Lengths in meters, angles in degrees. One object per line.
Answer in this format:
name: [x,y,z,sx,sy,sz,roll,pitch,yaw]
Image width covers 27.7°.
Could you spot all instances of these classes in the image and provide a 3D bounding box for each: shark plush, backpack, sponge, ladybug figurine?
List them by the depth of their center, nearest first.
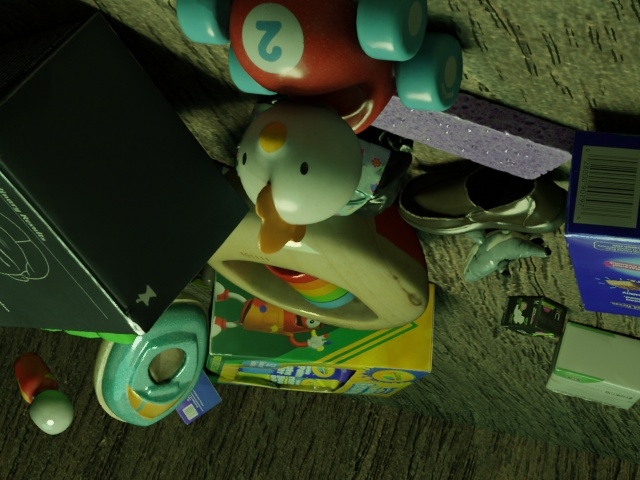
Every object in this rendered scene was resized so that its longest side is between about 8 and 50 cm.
sponge: [0.152,-0.119,1.365,0.210,0.031,0.117,17,167,-10]
backpack: [-0.002,-0.092,1.467,0.182,0.115,0.152,21,168,-10]
ladybug figurine: [0.000,0.000,1.732,0.305,0.162,0.449,10,165,20]
shark plush: [0.256,0.023,1.741,0.161,0.067,0.073,1,160,46]

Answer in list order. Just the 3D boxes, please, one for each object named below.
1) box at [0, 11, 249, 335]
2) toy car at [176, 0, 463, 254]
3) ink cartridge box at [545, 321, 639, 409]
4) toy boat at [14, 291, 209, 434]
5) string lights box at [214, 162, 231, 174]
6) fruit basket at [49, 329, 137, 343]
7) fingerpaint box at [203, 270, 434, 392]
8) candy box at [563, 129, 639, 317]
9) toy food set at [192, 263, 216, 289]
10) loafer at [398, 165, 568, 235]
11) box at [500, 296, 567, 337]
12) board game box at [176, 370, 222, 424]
box: [-0.334,-0.066,1.524,0.395,0.212,0.293,0,133,50]
toy car: [-0.019,-0.106,1.162,0.219,0.238,0.210,9,165,25]
ink cartridge box: [0.478,0.218,2.233,0.154,0.093,0.212,14,165,9]
toy boat: [-0.320,0.217,2.060,0.318,0.267,0.148,-11,-137,-29]
string lights box: [-0.254,-0.096,1.808,0.259,0.077,0.133,21,165,-24]
fruit basket: [-0.421,-0.034,1.941,0.392,0.283,0.392,21,139,19]
fingerpaint box: [-0.019,0.176,2.330,0.371,0.163,0.445,5,167,-6]
candy box: [0.401,0.001,1.358,0.268,0.122,0.317,6,164,16]
toy food set: [-0.303,0.060,2.463,0.306,0.092,0.220,17,166,-3]
loafer: [0.180,-0.058,1.511,0.220,0.080,0.078,-1,150,35]
box: [0.342,0.123,2.084,0.062,0.052,0.083,23,166,-32]
board game box: [-0.317,0.132,2.278,0.233,0.078,0.347,44,165,49]
